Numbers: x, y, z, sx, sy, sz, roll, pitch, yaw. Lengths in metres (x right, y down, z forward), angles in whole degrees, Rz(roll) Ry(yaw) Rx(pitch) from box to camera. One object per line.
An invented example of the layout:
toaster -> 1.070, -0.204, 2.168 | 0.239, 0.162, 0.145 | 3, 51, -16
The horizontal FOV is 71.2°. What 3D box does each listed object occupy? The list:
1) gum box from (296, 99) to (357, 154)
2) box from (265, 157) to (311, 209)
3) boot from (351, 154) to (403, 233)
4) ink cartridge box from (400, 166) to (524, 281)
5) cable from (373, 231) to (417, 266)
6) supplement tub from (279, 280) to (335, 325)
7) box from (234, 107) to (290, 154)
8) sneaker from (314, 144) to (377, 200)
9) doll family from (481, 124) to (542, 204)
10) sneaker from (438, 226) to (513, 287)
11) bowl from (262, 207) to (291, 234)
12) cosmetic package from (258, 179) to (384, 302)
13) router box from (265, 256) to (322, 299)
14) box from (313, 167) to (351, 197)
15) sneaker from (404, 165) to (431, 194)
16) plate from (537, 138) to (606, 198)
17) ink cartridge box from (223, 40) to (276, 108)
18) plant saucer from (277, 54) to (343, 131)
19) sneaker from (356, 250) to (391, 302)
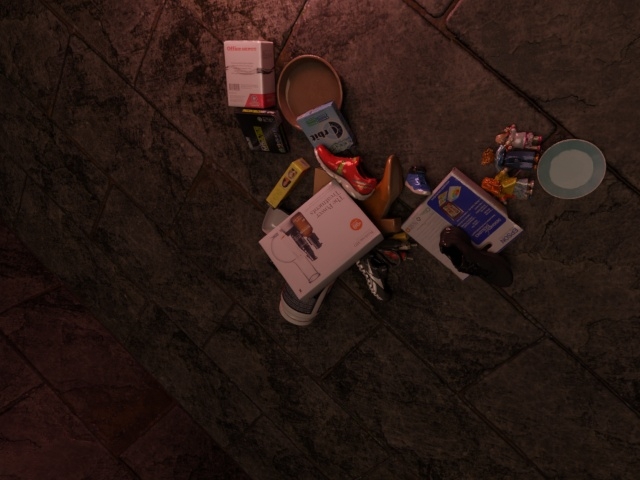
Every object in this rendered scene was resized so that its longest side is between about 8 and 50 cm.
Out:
gum box -> 0.024, -0.408, 1.662 | 0.156, 0.041, 0.184 | -14, 129, 31
box -> -0.136, -0.231, 1.839 | 0.058, 0.087, 0.232 | 43, 122, 4
boot -> 0.198, -0.168, 1.683 | 0.211, 0.104, 0.296 | 5, 101, 40
ink cartridge box -> 0.489, -0.051, 1.571 | 0.307, 0.072, 0.304 | 39, 130, 2
cable -> 0.234, 0.027, 1.758 | 0.287, 0.072, 0.140 | 5, 88, 34
supplement tub -> -0.058, 0.209, 1.913 | 0.191, 0.191, 0.272 | 32, 121, 13
box -> -0.228, -0.435, 1.779 | 0.184, 0.045, 0.191 | 10, 143, 22
sneaker -> 0.098, -0.271, 1.649 | 0.279, 0.107, 0.118 | 43, 113, 12
doll family -> 0.600, -0.230, 1.428 | 0.163, 0.118, 0.263 | 10, 115, 24
sneaker -> 0.515, 0.078, 1.507 | 0.286, 0.130, 0.109 | 34, 129, 7
bowl -> -0.172, -0.073, 1.941 | 0.142, 0.053, 0.142 | 33, 122, 14
cosmetic package -> 0.000, 0.000, 1.657 | 0.377, 0.097, 0.284 | -40, 70, 3
router box -> -0.028, 0.035, 1.752 | 0.242, 0.081, 0.309 | 34, 86, 22
box -> 0.045, -0.179, 1.802 | 0.164, 0.021, 0.202 | 17, 118, 21
sneaker -> 0.348, -0.215, 1.565 | 0.058, 0.152, 0.085 | 4, 112, -15
plate -> 0.779, -0.223, 1.393 | 0.188, 0.024, 0.188 | 10, 115, 23
ink cartridge box -> -0.271, -0.643, 1.730 | 0.171, 0.100, 0.238 | 11, 116, 24
plant saucer -> -0.037, -0.549, 1.682 | 0.277, 0.041, 0.278 | 11, 115, 25
sneaker -> 0.234, 0.142, 1.799 | 0.106, 0.078, 0.235 | -30, 93, 36
